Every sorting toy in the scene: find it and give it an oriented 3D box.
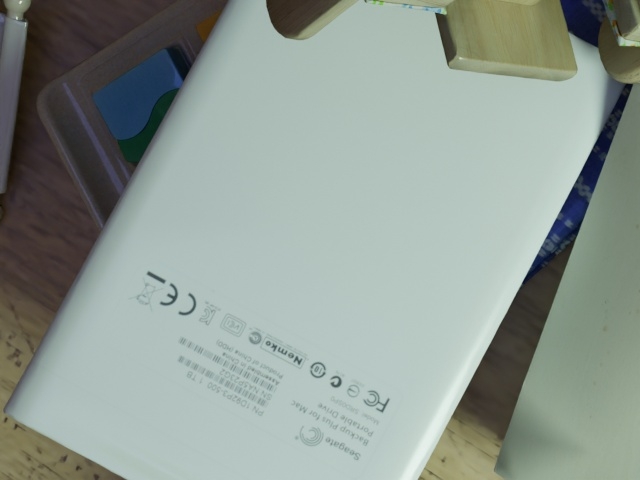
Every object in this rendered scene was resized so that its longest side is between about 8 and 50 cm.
[{"bbox_3d":[-0.039,-0.051,0.854,0.208,0.038,0.193,-29,86,15],"label":"sorting toy"}]

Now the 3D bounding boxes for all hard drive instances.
[{"bbox_3d":[0.000,0.000,0.791,0.203,0.040,0.307,28,85,2],"label":"hard drive"}]

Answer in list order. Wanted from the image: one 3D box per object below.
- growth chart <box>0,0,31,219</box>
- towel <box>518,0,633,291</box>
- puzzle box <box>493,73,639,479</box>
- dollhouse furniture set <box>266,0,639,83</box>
[{"bbox_3d":[-0.280,-0.117,0.919,0.237,0.021,0.172,25,114,9],"label":"growth chart"},{"bbox_3d":[0.095,-0.120,0.845,0.336,0.040,0.243,-44,84,12],"label":"towel"},{"bbox_3d":[0.264,-0.001,0.729,0.272,0.052,0.409,29,113,28],"label":"puzzle box"},{"bbox_3d":[0.050,-0.181,0.729,0.161,0.212,0.242,-32,64,49],"label":"dollhouse furniture set"}]
